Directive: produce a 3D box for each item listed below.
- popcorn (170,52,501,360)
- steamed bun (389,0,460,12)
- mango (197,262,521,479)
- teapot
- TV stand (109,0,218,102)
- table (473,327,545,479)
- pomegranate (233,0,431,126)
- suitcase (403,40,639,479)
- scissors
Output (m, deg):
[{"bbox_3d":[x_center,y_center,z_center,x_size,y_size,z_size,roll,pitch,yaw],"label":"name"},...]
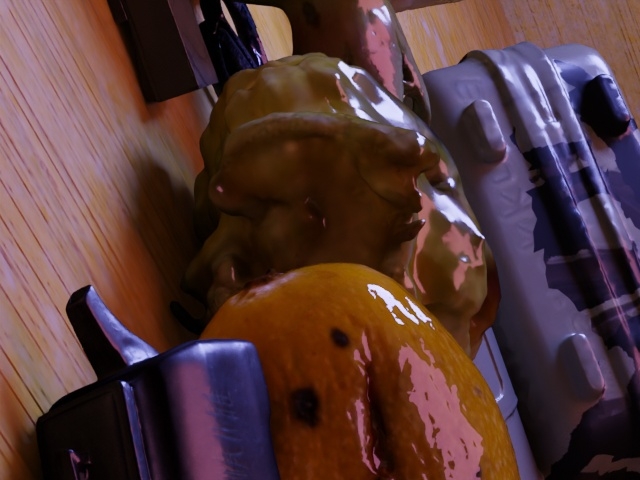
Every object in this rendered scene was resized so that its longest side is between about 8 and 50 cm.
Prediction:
[{"bbox_3d":[0.002,0.002,0.963,0.218,0.169,0.189,61,8,-1],"label":"popcorn"},{"bbox_3d":[0.069,-0.400,1.560,0.342,0.255,0.367,91,13,-79],"label":"steamed bun"},{"bbox_3d":[0.019,0.155,0.812,0.120,0.177,0.294,-17,-96,62],"label":"mango"},{"bbox_3d":[-0.074,0.103,0.715,0.096,0.087,0.177,21,50,-55],"label":"teapot"},{"bbox_3d":[-0.121,-0.207,1.008,0.049,0.040,0.256,-44,115,-76],"label":"TV stand"},{"bbox_3d":[0.058,0.087,1.147,0.126,0.126,0.220,-58,129,-72],"label":"table"},{"bbox_3d":[-0.024,-0.215,1.103,0.231,0.231,0.285,-62,160,-71],"label":"pomegranate"},{"bbox_3d":[0.148,0.060,1.332,0.339,0.194,0.351,119,-46,-65],"label":"suitcase"},{"bbox_3d":[-0.022,-0.072,1.257,0.300,0.022,0.109,56,25,-48],"label":"scissors"}]
